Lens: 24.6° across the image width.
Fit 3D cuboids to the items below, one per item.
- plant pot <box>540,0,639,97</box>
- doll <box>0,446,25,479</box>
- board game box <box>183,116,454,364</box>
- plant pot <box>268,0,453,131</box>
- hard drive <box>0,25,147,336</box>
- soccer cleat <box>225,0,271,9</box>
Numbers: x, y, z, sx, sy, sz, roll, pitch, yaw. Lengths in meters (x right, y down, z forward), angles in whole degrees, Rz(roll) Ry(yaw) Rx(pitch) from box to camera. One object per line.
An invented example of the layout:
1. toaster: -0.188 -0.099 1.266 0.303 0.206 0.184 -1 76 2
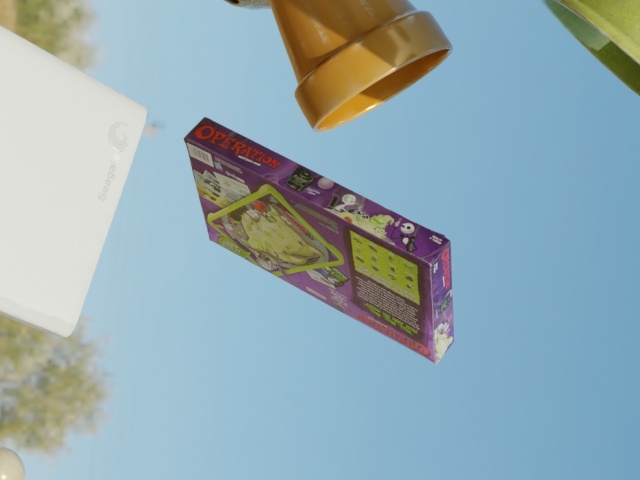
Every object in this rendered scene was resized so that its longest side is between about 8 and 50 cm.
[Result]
1. plant pot: 0.408 -0.262 1.503 0.254 0.276 0.276 -49 -152 7
2. doll: -0.280 0.196 1.093 0.189 0.129 0.046 -31 -163 36
3. board game box: 0.000 0.000 1.722 0.056 0.347 0.208 -48 152 -30
4. plant pot: 0.033 -0.269 1.850 0.188 0.205 0.205 60 -27 4
5. hard drive: -0.282 -0.070 1.095 0.040 0.308 0.203 5 -107 46
6. soccer cleat: -0.079 -0.355 2.063 0.196 0.076 0.068 0 -85 60
